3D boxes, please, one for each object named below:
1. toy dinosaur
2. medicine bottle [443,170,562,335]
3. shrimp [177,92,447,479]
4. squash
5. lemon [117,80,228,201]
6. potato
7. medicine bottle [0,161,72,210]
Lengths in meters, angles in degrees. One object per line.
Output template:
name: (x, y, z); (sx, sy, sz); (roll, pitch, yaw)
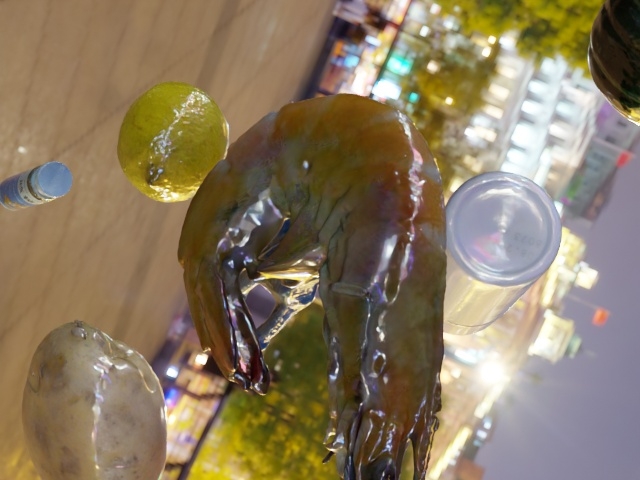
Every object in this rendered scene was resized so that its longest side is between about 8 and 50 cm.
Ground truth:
toy dinosaur: (0.000, 0.000, 0.992); (0.188, 0.075, 0.247); (-34, -163, 37)
medicine bottle: (0.184, 0.030, 1.296); (0.341, 0.130, 0.130); (95, 19, -75)
shrimp: (0.001, 0.032, 0.559); (0.068, 0.150, 0.248); (49, 27, -57)
squash: (0.393, -0.209, 1.150); (0.218, 0.218, 0.172); (-66, -147, 22)
lemon: (-0.145, -0.099, 1.081); (0.109, 0.109, 0.133); (112, -3, -57)
potato: (-0.225, 0.196, 1.123); (0.161, 0.235, 0.128); (-20, -179, 37)
medicine bottle: (-0.389, -0.073, 1.480); (0.191, 0.051, 0.051); (-9, -128, 58)
